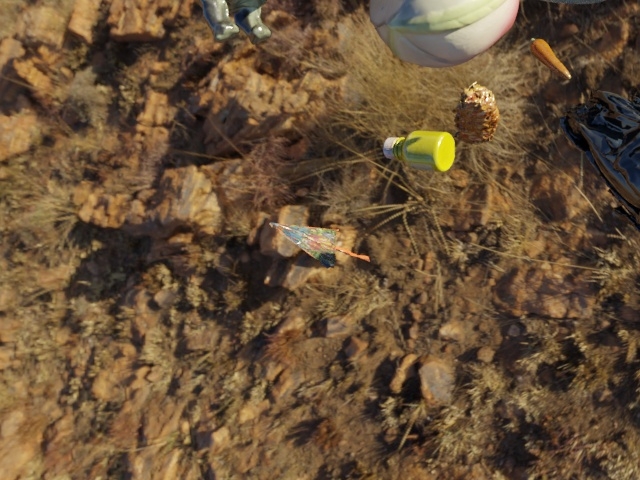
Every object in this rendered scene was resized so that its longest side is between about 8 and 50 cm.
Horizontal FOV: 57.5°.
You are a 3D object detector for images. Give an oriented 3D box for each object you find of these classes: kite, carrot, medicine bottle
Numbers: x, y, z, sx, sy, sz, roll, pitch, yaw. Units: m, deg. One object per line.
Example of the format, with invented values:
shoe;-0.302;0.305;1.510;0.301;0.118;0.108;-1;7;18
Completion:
kite;0.000;-0.001;1.018;0.189;0.232;0.009;21;107;-6
carrot;0.467;-0.374;1.196;0.035;0.035;0.142;-39;48;22
medicine bottle;0.302;-0.283;1.826;0.212;0.121;0.122;13;90;40

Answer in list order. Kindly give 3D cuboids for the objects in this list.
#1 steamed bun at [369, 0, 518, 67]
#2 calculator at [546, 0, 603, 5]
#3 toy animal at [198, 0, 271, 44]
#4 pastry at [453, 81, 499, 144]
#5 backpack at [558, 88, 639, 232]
steamed bun;0.272;-0.484;1.171;0.309;0.309;0.310;-5;81;32
calculator;0.565;-0.574;1.247;0.298;0.185;0.042;3;75;-2
toy animal;-0.029;-0.377;0.634;0.168;0.106;0.343;52;124;14
pastry;0.309;-0.249;1.148;0.087;0.169;0.063;5;74;13
backpack;0.350;-0.063;0.588;0.133;0.206;0.258;-43;47;20
